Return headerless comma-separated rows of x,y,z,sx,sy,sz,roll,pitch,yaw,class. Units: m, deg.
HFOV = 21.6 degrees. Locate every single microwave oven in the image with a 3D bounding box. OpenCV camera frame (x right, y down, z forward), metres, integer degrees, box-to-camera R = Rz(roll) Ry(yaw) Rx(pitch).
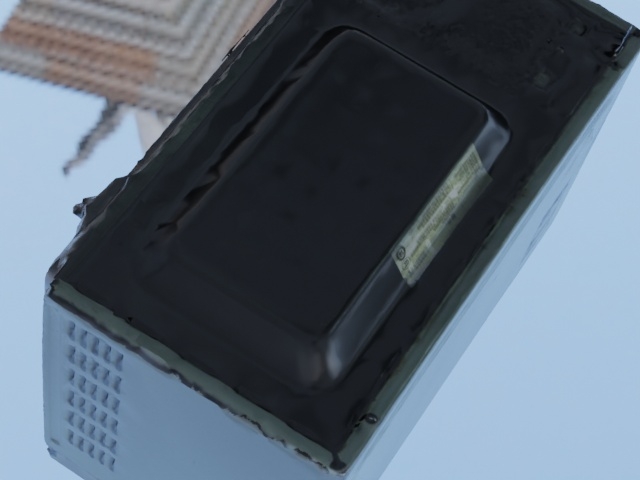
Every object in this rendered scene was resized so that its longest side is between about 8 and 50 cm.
0.000,0.000,1.042,0.218,0.286,0.355,32,-117,10,microwave oven
